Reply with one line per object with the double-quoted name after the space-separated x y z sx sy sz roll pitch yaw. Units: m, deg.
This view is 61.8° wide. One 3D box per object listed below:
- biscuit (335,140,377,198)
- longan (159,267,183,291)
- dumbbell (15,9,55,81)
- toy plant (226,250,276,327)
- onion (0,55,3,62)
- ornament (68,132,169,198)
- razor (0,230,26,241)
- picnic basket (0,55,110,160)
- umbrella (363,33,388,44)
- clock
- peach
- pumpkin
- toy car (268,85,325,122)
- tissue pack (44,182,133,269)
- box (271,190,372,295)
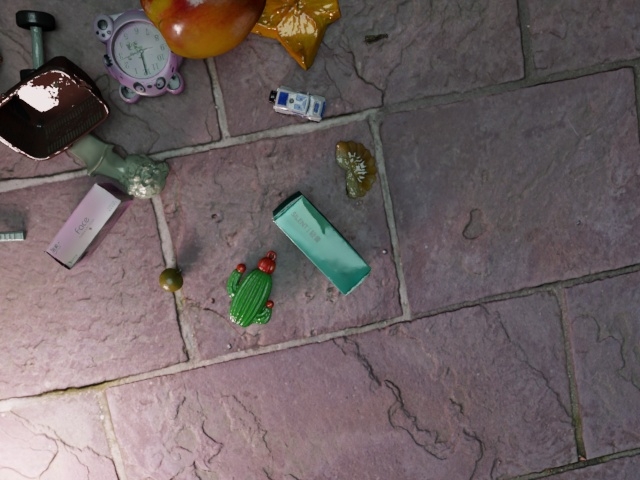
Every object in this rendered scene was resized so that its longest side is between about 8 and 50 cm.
0.116 -0.227 1.643 0.118 0.061 0.183 -20 99 -3 "biscuit"
-0.453 0.117 1.638 0.083 0.075 0.075 -43 100 -1 "longan"
-0.792 -0.535 1.497 0.100 0.100 0.191 -1 97 -5 "dumbbell"
-0.216 0.150 1.656 0.154 0.088 0.241 2 91 9 "toy plant"
-1.042 -0.450 1.410 0.385 0.347 0.348 -27 102 -36 "onion"
-0.587 -0.214 1.552 0.285 0.120 0.130 22 98 -6 "ornament"
-1.020 -0.010 1.575 0.277 0.056 0.111 -2 97 -5 "razor"
-0.744 -0.370 1.458 0.296 0.129 0.222 -30 142 12 "picnic basket"
0.165 -0.610 1.613 0.083 0.020 0.031 -18 60 -2 "umbrella"
-0.506 -0.532 1.530 0.227 0.090 0.248 -13 101 -3 "clock"
-0.292 -0.632 1.383 0.332 0.308 0.308 -28 100 -10 "peach"
-0.072 -0.681 1.540 0.258 0.095 0.290 31 99 -3 "pumpkin"
-0.069 -0.409 1.594 0.170 0.070 0.080 13 98 -8 "toy car"
-0.670 -0.046 1.557 0.092 0.148 0.246 37 92 -8 "tissue pack"
0.000 0.000 1.593 0.118 0.205 0.311 -44 99 0 "box"
